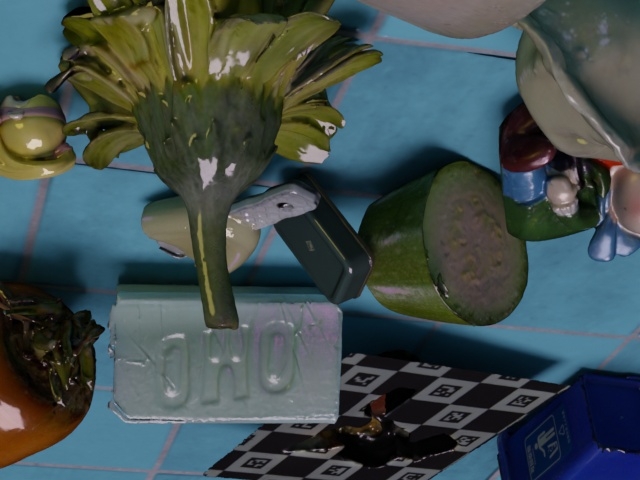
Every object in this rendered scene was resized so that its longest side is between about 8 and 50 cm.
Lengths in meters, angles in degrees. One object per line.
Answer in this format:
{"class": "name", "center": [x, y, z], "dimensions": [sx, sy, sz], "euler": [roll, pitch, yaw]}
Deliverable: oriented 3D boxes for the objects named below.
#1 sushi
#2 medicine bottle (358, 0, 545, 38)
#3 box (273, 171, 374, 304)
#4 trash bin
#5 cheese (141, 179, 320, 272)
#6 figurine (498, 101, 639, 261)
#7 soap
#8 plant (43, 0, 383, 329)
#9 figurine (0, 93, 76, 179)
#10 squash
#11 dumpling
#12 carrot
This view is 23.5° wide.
{"class": "sushi", "center": [0.076, 0.217, 1.978], "dimensions": [0.343, 0.064, 0.359], "euler": [11, 145, -32]}
{"class": "medicine bottle", "center": [-0.028, -0.297, 0.945], "dimensions": [0.406, 0.235, 0.236], "euler": [19, 142, -33]}
{"class": "box", "center": [0.000, 0.000, 1.553], "dimensions": [0.031, 0.126, 0.091], "euler": [-28, 160, -27]}
{"class": "trash bin", "center": [0.359, 0.285, 2.039], "dimensions": [0.184, 0.162, 0.234], "euler": [8, 141, -19]}
{"class": "cheese", "center": [-0.087, -0.017, 1.555], "dimensions": [0.127, 0.049, 0.235], "euler": [32, 147, -34]}
{"class": "figurine", "center": [0.292, -0.068, 1.487], "dimensions": [0.234, 0.127, 0.185], "euler": [1, 142, 13]}
{"class": "soap", "center": [-0.107, 0.125, 1.710], "dimensions": [0.261, 0.150, 0.094], "euler": [1, -177, -10]}
{"class": "plant", "center": [-0.121, -0.101, 1.317], "dimensions": [0.261, 0.297, 0.306], "euler": [26, 167, 9]}
{"class": "figurine", "center": [-0.313, -0.099, 1.408], "dimensions": [0.187, 0.083, 0.083], "euler": [8, 148, -1]}
{"class": "squash", "center": [0.117, 0.009, 1.555], "dimensions": [0.123, 0.170, 0.170], "euler": [-11, 151, 36]}
{"class": "dumpling", "center": [0.249, -0.126, 1.302], "dimensions": [0.147, 0.193, 0.258], "euler": [-33, 136, 33]}
{"class": "carrot", "center": [-0.355, 0.144, 1.689], "dimensions": [0.331, 0.214, 0.193], "euler": [-22, 162, 32]}
